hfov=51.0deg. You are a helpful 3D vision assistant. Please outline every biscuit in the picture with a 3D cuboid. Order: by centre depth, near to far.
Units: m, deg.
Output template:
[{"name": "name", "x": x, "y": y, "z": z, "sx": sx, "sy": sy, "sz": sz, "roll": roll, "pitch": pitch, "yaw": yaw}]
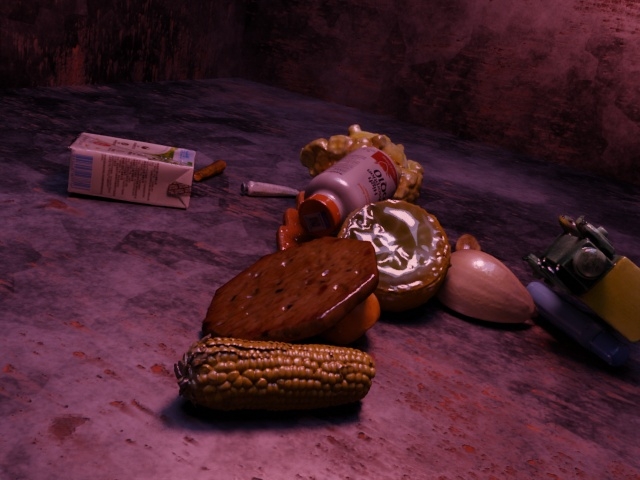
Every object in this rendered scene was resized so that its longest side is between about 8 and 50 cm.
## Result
[{"name": "biscuit", "x": -0.054, "y": 0.093, "z": 1.241, "sx": 0.359, "sy": 0.046, "sz": 0.359, "roll": -18, "pitch": 21, "yaw": 7}, {"name": "biscuit", "x": 0.000, "y": 0.000, "z": 1.617, "sx": 0.284, "sy": 0.043, "sz": 0.306, "roll": 42, "pitch": 41, "yaw": 16}]

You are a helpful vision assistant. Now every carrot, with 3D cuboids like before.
[{"name": "carrot", "x": -0.347, "y": -0.220, "z": 2.107, "sx": 0.042, "sy": 0.042, "sz": 0.170, "roll": 15, "pitch": 22, "yaw": 14}]

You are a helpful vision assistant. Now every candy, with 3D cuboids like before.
[{"name": "candy", "x": 0.152, "y": 0.033, "z": 1.453, "sx": 0.259, "sy": 0.118, "sz": 0.260, "roll": 0, "pitch": 58, "yaw": 0}]

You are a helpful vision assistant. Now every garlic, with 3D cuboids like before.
[{"name": "garlic", "x": 0.359, "y": 0.109, "z": 1.493, "sx": 0.245, "sy": 0.145, "sz": 0.164, "roll": 25, "pitch": -6, "yaw": 29}]

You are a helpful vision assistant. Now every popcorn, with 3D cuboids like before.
[{"name": "popcorn", "x": 0.127, "y": -0.179, "z": 1.898, "sx": 0.279, "sy": 0.274, "sz": 0.335, "roll": -6, "pitch": 26, "yaw": -41}]

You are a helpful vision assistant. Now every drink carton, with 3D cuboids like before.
[{"name": "drink carton", "x": -0.514, "y": -0.192, "z": 1.838, "sx": 0.324, "sy": 0.132, "sz": 0.194, "roll": 8, "pitch": 21, "yaw": -11}]

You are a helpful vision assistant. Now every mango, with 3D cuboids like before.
[{"name": "mango", "x": 0.038, "y": 0.122, "z": 1.300, "sx": 0.141, "sy": 0.102, "sz": 0.217, "roll": -22, "pitch": 12, "yaw": 2}]

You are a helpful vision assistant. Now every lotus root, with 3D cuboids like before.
[{"name": "lotus root", "x": 0.391, "y": 0.023, "z": 1.784, "sx": 0.072, "sy": 0.063, "sz": 0.152, "roll": 52, "pitch": 25, "yaw": 2}]

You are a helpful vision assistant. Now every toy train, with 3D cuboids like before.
[{"name": "toy train", "x": 0.587, "y": 0.078, "z": 1.441, "sx": 0.253, "sy": 0.160, "sz": 0.397, "roll": 42, "pitch": 9, "yaw": 6}]

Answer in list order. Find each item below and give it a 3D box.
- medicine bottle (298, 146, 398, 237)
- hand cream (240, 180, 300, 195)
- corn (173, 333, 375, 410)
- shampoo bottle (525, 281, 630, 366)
[{"name": "medicine bottle", "x": 0.062, "y": -0.109, "z": 1.611, "sx": 0.157, "sy": 0.157, "sz": 0.288, "roll": 20, "pitch": 35, "yaw": 24}, {"name": "hand cream", "x": -0.148, "y": -0.152, "z": 2.033, "sx": 0.194, "sy": 0.042, "sz": 0.067, "roll": 4, "pitch": 13, "yaw": -30}, {"name": "corn", "x": -0.068, "y": 0.211, "z": 1.042, "sx": 0.317, "sy": 0.115, "sz": 0.115, "roll": 6, "pitch": 21, "yaw": -16}, {"name": "shampoo bottle", "x": 0.544, "y": 0.179, "z": 1.427, "sx": 0.104, "sy": 0.061, "sz": 0.258, "roll": 40, "pitch": 4, "yaw": -33}]
